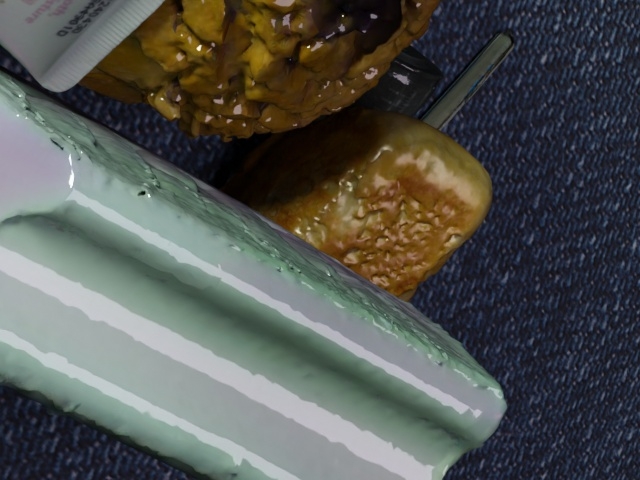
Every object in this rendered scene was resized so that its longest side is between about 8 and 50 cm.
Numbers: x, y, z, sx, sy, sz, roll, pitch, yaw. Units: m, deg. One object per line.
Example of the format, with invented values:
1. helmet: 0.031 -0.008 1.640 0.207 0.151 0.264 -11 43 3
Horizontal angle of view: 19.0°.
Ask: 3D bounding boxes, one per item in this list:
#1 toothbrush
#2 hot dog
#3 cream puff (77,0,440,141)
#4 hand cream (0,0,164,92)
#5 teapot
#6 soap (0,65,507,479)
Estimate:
1. toothbrush: 0.076 -0.078 1.615 0.294 0.026 0.028 -51 154 -18
2. hot dog: 0.000 0.000 1.460 0.256 0.153 0.150 -46 120 8
3. cream puff: -0.035 -0.225 1.285 0.343 0.231 0.327 -31 130 -34
4. hand cream: -0.225 -0.235 1.097 0.185 0.118 0.359 -40 124 22
5. teapot: 0.024 -0.126 1.514 0.091 0.124 0.092 -61 -178 14
6. soap: -0.125 0.027 1.235 0.446 0.261 0.156 29 96 -26
